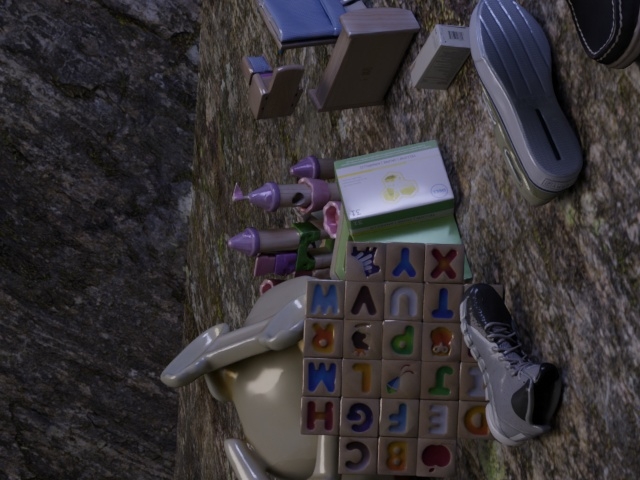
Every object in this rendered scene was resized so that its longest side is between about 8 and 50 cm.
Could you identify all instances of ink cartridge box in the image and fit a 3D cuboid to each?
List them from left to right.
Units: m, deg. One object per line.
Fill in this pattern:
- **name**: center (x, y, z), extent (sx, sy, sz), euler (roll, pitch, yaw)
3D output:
- **ink cartridge box**: center (0.127, -0.036, 1.808), extent (0.056, 0.171, 0.235), euler (80, 178, -55)

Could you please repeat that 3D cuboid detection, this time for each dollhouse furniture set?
- **dollhouse furniture set**: center (-0.016, -0.402, 2.050), extent (0.303, 0.287, 0.198), euler (65, 150, 28)

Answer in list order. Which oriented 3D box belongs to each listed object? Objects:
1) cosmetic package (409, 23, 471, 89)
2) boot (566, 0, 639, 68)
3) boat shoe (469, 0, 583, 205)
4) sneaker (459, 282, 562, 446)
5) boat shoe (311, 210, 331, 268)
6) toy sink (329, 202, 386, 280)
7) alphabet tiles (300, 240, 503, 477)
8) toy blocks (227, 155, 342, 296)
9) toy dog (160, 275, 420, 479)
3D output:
- **cosmetic package**: center (0.188, -0.284, 1.810), extent (0.115, 0.060, 0.041), euler (125, 142, -56)
- **boot**: center (0.225, -0.376, 1.361), extent (0.138, 0.284, 0.377), euler (131, 137, -62)
- **boat shoe**: center (0.256, -0.187, 1.547), extent (0.094, 0.109, 0.302), euler (120, 142, -58)
- **sneaker**: center (0.268, 0.156, 1.563), extent (0.132, 0.086, 0.228), euler (-35, 67, 61)
- **boat shoe**: center (0.000, 0.000, 2.361), extent (0.043, 0.049, 0.137), euler (134, 129, -66)
- **toy sink**: center (0.111, 0.046, 1.912), extent (0.234, 0.131, 0.152), euler (-123, 38, -57)
- **alphabet tiles**: center (0.117, 0.173, 1.683), extent (0.011, 0.285, 0.342), euler (-90, 2, -85)
- **toy blocks**: center (-0.064, 0.005, 2.150), extent (0.309, 0.260, 0.288), euler (46, 134, 49)
- **toy dog**: center (-0.017, 0.290, 1.910), extent (0.407, 0.285, 0.395), euler (62, -160, -11)
